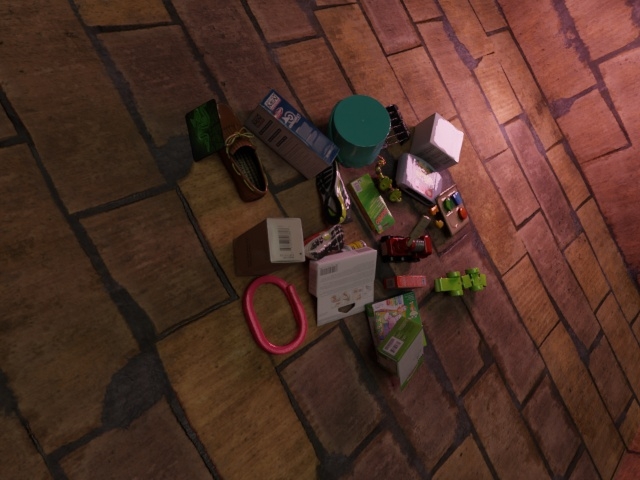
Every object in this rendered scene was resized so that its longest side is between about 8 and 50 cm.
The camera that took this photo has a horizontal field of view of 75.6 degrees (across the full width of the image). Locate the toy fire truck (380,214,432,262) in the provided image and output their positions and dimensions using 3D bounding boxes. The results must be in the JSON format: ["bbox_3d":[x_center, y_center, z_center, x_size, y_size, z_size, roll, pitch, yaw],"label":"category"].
[{"bbox_3d":[0.409,0.000,1.790,0.217,0.246,0.158,2,76,-31],"label":"toy fire truck"}]

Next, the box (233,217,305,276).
[{"bbox_3d":[-0.182,0.030,1.386,0.121,0.311,0.147,-1,77,-32],"label":"box"}]

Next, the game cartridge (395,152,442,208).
[{"bbox_3d":[0.489,-0.297,2.017,0.294,0.060,0.195,25,61,-31],"label":"game cartridge"}]

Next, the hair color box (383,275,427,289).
[{"bbox_3d":[0.372,0.186,1.811,0.167,0.093,0.053,5,75,-31],"label":"hair color box"}]

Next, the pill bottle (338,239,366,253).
[{"bbox_3d":[0.132,0.044,1.720,0.116,0.065,0.065,-20,88,-33],"label":"pill bottle"}]

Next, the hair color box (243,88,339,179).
[{"bbox_3d":[-0.113,-0.409,1.627,0.347,0.174,0.105,38,60,-18],"label":"hair color box"}]

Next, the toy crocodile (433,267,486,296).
[{"bbox_3d":[0.680,0.203,1.998,0.341,0.105,0.115,-6,81,-28],"label":"toy crocodile"}]

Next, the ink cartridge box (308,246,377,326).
[{"bbox_3d":[0.091,0.178,1.652,0.297,0.066,0.260,-11,112,-33],"label":"ink cartridge box"}]

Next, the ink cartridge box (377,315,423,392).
[{"bbox_3d":[0.327,0.461,1.657,0.189,0.097,0.255,-44,139,-30],"label":"ink cartridge box"}]

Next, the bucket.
[{"bbox_3d":[0.155,-0.465,1.751,0.282,0.183,0.280,2,74,-9],"label":"bucket"}]

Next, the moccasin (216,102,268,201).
[{"bbox_3d":[-0.298,-0.330,1.509,0.139,0.147,0.379,-17,86,-34],"label":"moccasin"}]

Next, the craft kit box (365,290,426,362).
[{"bbox_3d":[0.322,0.361,1.748,0.250,0.061,0.246,-12,91,-33],"label":"craft kit box"}]

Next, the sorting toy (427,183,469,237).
[{"bbox_3d":[0.646,-0.136,2.050,0.307,0.041,0.228,-31,103,-42],"label":"sorting toy"}]

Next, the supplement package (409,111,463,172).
[{"bbox_3d":[0.587,-0.490,2.087,0.203,0.149,0.194,28,65,-22],"label":"supplement package"}]

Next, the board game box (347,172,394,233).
[{"bbox_3d":[0.231,-0.164,1.853,0.124,0.039,0.259,-33,92,-34],"label":"board game box"}]

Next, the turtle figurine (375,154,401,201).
[{"bbox_3d":[0.288,-0.262,1.850,0.269,0.087,0.217,62,11,-17],"label":"turtle figurine"}]

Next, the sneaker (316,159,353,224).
[{"bbox_3d":[0.067,-0.198,1.736,0.121,0.111,0.299,14,65,-52],"label":"sneaker"}]

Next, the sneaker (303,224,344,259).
[{"bbox_3d":[0.000,0.000,1.630,0.279,0.119,0.107,-21,108,-54],"label":"sneaker"}]

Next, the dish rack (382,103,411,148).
[{"bbox_3d":[0.309,-0.540,1.973,0.272,0.074,0.208,-27,90,-36],"label":"dish rack"}]

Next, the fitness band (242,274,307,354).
[{"bbox_3d":[-0.165,0.266,1.493,0.209,0.054,0.290,-21,87,-31],"label":"fitness band"}]

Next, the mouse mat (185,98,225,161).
[{"bbox_3d":[-0.412,-0.390,1.465,0.007,0.153,0.189,2,73,-61],"label":"mouse mat"}]
